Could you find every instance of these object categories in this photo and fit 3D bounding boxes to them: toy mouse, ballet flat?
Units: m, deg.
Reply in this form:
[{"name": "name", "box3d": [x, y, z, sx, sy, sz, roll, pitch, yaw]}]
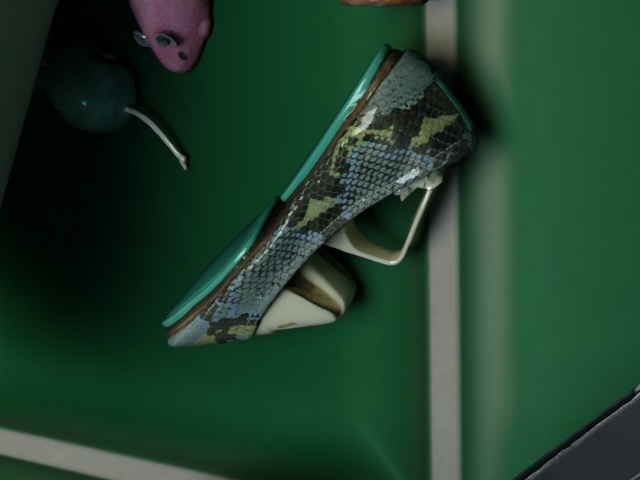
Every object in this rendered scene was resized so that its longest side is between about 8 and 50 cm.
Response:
[{"name": "toy mouse", "box3d": [-0.098, -0.097, 0.806, 0.161, 0.031, 0.143, -24, 83, 38]}, {"name": "ballet flat", "box3d": [0.000, 0.000, 0.732, 0.070, 0.070, 0.188, 55, 130, 17]}]

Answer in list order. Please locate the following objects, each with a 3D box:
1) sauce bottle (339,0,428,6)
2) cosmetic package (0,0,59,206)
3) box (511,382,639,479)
[{"name": "sauce bottle", "box3d": [0.026, -0.159, 0.690, 0.042, 0.042, 0.128, 9, 105, 37]}, {"name": "cosmetic package", "box3d": [-0.254, -0.053, 0.739, 0.224, 0.138, 0.225, 15, 90, 4]}, {"name": "box", "box3d": [0.153, 0.153, 0.606, 0.153, 0.108, 0.207, -43, 72, 36]}]
